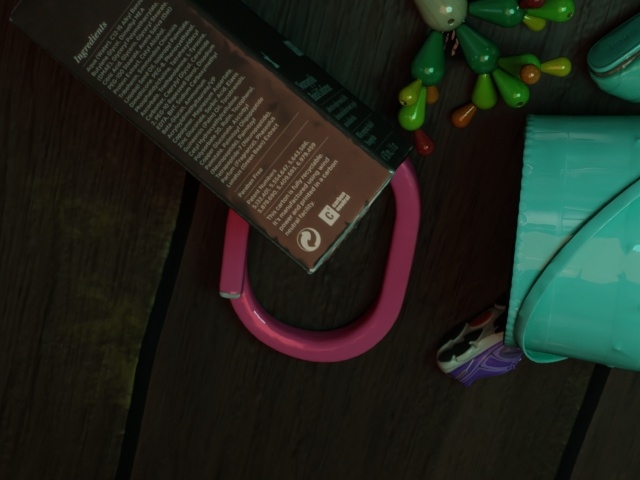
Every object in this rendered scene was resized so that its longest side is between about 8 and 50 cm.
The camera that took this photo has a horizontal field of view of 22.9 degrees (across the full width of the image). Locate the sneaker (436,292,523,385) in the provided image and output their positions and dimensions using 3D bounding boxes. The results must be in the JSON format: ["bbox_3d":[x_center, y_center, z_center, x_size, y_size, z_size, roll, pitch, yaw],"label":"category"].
[{"bbox_3d":[0.211,0.106,1.753,0.170,0.068,0.071,-31,122,25],"label":"sneaker"}]

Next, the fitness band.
[{"bbox_3d":[0.000,0.000,1.723,0.209,0.054,0.291,10,114,1],"label":"fitness band"}]

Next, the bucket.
[{"bbox_3d":[0.285,0.000,1.589,0.183,0.281,0.281,5,113,7],"label":"bucket"}]

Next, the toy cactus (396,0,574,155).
[{"bbox_3d":[0.145,-0.202,1.609,0.219,0.112,0.180,-36,96,26],"label":"toy cactus"}]

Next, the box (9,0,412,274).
[{"bbox_3d":[-0.099,-0.153,1.557,0.381,0.191,0.143,38,105,-1],"label":"box"}]

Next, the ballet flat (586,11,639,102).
[{"bbox_3d":[0.384,-0.227,1.589,0.247,0.083,0.087,-38,129,18],"label":"ballet flat"}]
